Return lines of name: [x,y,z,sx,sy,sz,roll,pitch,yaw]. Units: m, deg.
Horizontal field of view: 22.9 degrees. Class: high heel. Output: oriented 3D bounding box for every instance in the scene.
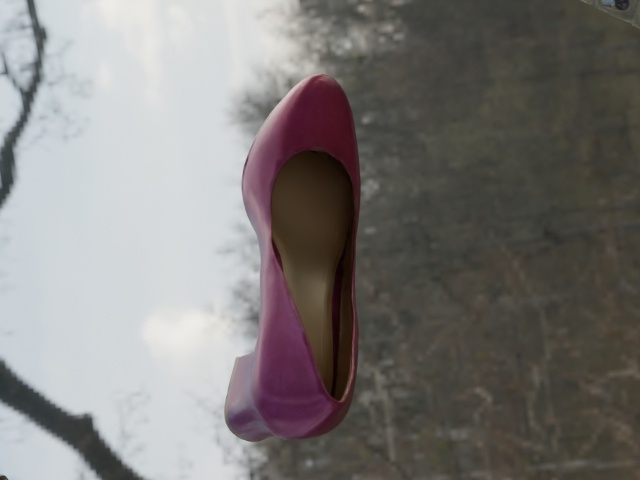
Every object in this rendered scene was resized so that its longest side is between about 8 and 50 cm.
high heel: [0.000,0.000,0.939,0.082,0.117,0.244,25,-114,-22]

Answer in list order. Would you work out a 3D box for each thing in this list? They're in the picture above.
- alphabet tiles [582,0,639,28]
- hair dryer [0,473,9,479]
alphabet tiles: [0.319,-0.242,1.306,0.009,0.237,0.198,-43,-25,-41]
hair dryer: [-0.243,0.243,0.969,0.293,0.080,0.224,34,-123,-16]
